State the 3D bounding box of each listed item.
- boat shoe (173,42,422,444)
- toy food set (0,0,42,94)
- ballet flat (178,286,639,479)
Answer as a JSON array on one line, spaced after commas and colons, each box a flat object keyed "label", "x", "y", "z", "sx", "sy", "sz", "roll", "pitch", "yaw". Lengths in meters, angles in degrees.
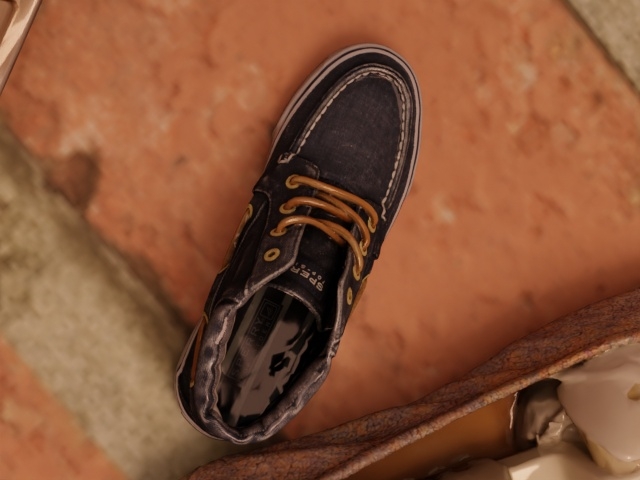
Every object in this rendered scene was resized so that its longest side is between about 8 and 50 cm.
[{"label": "boat shoe", "x": 0.000, "y": 0.000, "z": 0.576, "sx": 0.065, "sy": 0.083, "sz": 0.183, "roll": 25, "pitch": 83, "yaw": -9}, {"label": "toy food set", "x": -0.241, "y": -0.042, "z": 0.484, "sx": 0.220, "sy": 0.092, "sz": 0.306, "roll": 25, "pitch": 96, "yaw": -5}, {"label": "ballet flat", "x": 0.080, "y": 0.103, "z": 0.575, "sx": 0.316, "sy": 0.106, "sz": 0.107, "roll": -22, "pitch": 104, "yaw": -10}]
